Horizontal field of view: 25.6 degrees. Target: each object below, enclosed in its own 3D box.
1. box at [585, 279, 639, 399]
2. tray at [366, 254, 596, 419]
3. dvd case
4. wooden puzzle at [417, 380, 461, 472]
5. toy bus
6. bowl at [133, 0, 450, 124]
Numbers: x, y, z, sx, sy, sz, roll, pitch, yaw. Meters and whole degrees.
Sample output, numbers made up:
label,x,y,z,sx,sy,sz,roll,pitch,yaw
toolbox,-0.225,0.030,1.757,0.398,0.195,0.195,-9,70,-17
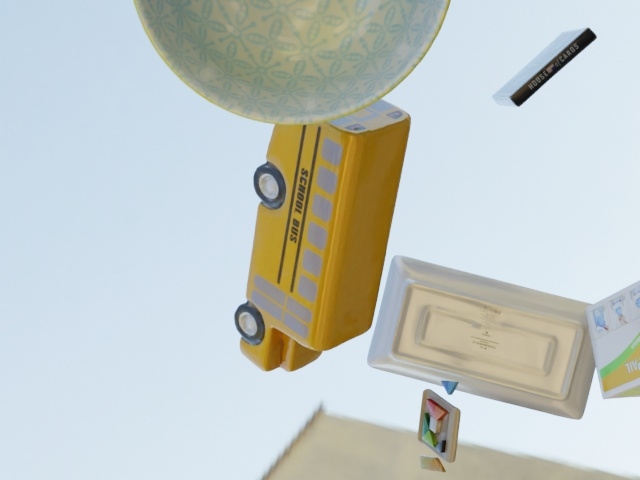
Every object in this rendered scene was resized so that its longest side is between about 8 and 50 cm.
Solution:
label,x,y,z,sx,sy,sz,roll,pitch,yaw
box,0.378,0.088,1.441,0.114,0.203,0.103,-1,-108,-24
tray,0.200,0.119,1.691,0.030,0.270,0.145,-35,-42,-81
dvd case,0.389,-0.302,2.469,0.179,0.029,0.238,-42,6,4
wooden puzzle,0.134,0.213,1.614,0.014,0.078,0.116,-1,-83,-28
toy bus,0.000,0.000,1.534,0.108,0.130,0.332,-22,-48,-43
bowl,-0.023,-0.257,1.293,0.156,0.290,0.289,-75,-7,-79
